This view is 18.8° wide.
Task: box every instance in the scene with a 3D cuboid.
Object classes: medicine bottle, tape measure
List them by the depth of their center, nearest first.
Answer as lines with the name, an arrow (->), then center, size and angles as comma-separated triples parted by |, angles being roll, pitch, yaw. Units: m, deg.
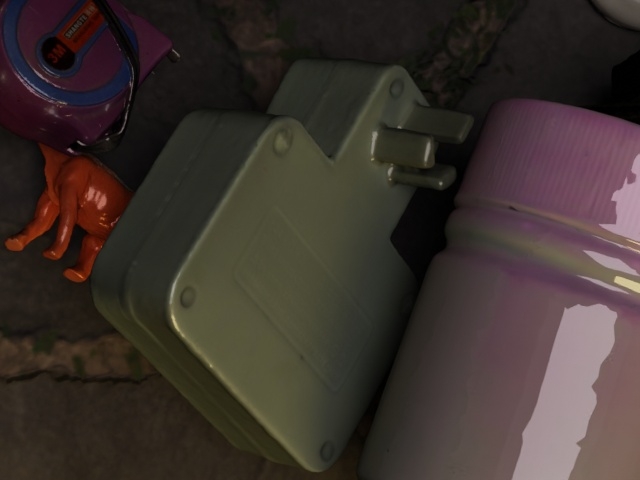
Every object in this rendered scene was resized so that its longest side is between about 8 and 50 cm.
medicine bottle -> 0.155, 0.084, 1.307 | 0.202, 0.202, 0.316 | 22, 85, -14
tape measure -> -0.174, -0.120, 1.326 | 0.125, 0.074, 0.118 | 40, 54, -7

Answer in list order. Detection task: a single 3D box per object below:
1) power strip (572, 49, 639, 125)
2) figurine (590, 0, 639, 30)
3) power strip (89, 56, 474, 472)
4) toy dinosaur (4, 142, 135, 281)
power strip -> 0.305, -0.091, 1.375 | 0.256, 0.251, 0.092 | 8, 84, -15
figurine -> 0.285, -0.282, 1.425 | 0.166, 0.141, 0.250 | 8, 88, -17
power strip -> 0.000, 0.000, 1.311 | 0.261, 0.141, 0.229 | -60, 136, -22
toy dinosaur -> -0.177, -0.029, 1.347 | 0.279, 0.055, 0.101 | 36, 62, -13
